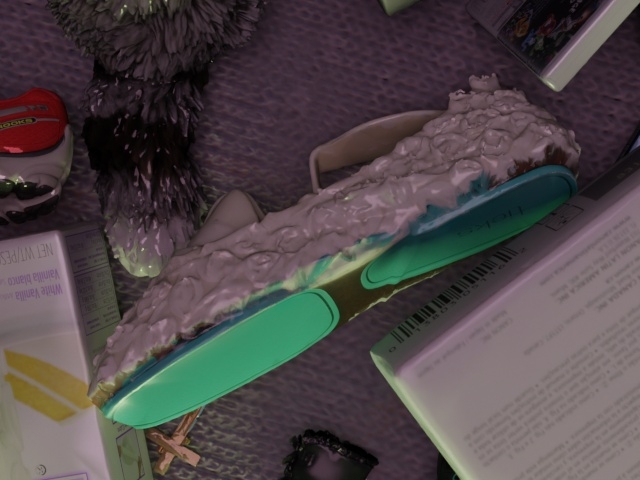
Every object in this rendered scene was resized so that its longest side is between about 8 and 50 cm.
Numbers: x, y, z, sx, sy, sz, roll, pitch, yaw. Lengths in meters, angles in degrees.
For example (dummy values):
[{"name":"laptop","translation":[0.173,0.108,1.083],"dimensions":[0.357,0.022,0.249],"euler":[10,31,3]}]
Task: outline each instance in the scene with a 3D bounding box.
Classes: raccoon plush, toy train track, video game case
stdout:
[{"name":"raccoon plush","translation":[-0.112,-0.190,1.002],"dimensions":[0.216,0.299,0.446],"euler":[-12,94,4]},{"name":"toy train track","translation":[-0.109,0.151,1.170],"dimensions":[0.048,0.014,0.083],"euler":[30,89,8]},{"name":"video game case","translation":[0.199,-0.210,1.043],"dimensions":[0.022,0.173,0.190],"euler":[36,102,-26]}]

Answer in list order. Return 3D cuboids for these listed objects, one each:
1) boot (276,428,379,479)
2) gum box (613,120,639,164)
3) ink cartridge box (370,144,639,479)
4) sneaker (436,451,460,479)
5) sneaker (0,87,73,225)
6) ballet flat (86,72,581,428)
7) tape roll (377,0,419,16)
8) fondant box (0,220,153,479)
[{"name":"boot","translation":[0.016,0.213,1.153],"dimensions":[0.121,0.045,0.099],"euler":[26,92,2]},{"name":"gum box","translation":[0.291,0.018,1.124],"dimensions":[0.184,0.041,0.157],"euler":[30,95,1]},{"name":"ink cartridge box","translation":[0.270,0.142,1.065],"dimensions":[0.308,0.091,0.385],"euler":[-37,103,-3]},{"name":"sneaker","translation":[0.120,0.239,1.118],"dimensions":[0.101,0.106,0.267],"euler":[20,94,3]},{"name":"sneaker","translation":[-0.324,-0.076,1.134],"dimensions":[0.279,0.107,0.118],"euler":[2,66,10]},{"name":"ballet flat","translation":[0.000,0.000,1.096],"dimensions":[0.409,0.147,0.147],"euler":[-27,92,-5]},{"name":"tape roll","translation":[0.032,-0.273,1.028],"dimensions":[0.072,0.219,0.219],"euler":[-26,92,3]},{"name":"fondant box","translation":[-0.264,0.167,1.128],"dimensions":[0.238,0.096,0.330],"euler":[-11,94,10]}]
